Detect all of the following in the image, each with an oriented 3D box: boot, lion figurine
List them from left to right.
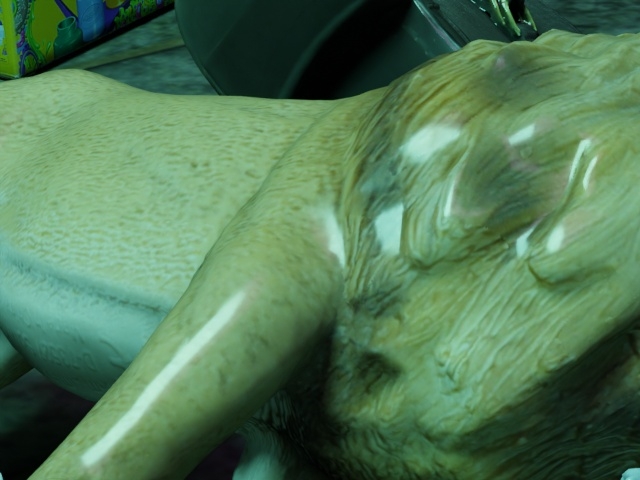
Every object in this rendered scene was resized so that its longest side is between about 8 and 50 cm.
[{"bbox_3d":[-0.043,0.009,0.502,0.392,0.142,0.240,17,48,35],"label":"lion figurine"},{"bbox_3d":[0.080,-0.027,0.662,0.263,0.091,0.229,56,25,18],"label":"boot"}]

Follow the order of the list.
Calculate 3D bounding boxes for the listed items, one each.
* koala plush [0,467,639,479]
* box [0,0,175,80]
[{"bbox_3d":[0.022,0.123,0.306,0.221,0.196,0.203,-6,15,-8],"label":"koala plush"},{"bbox_3d":[-0.152,-0.276,0.999,0.177,0.279,0.290,14,30,29],"label":"box"}]
